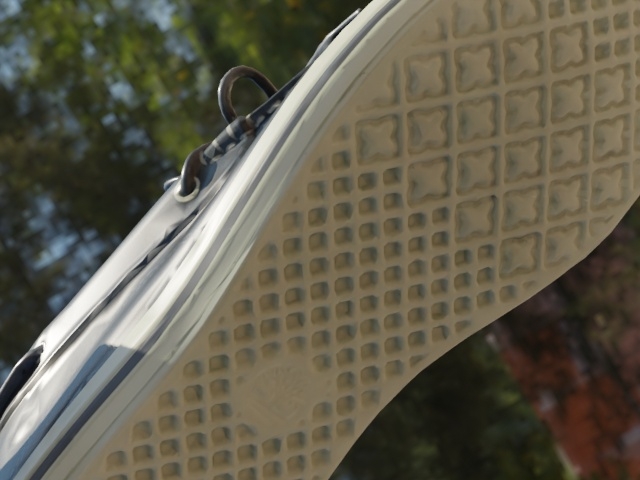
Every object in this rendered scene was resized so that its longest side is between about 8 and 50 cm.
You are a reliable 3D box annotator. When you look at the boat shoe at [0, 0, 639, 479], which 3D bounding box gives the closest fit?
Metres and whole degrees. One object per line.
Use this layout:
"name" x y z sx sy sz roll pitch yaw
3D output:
"boat shoe" 0.000 0.000 0.950 0.187 0.500 0.156 40 -177 -31
